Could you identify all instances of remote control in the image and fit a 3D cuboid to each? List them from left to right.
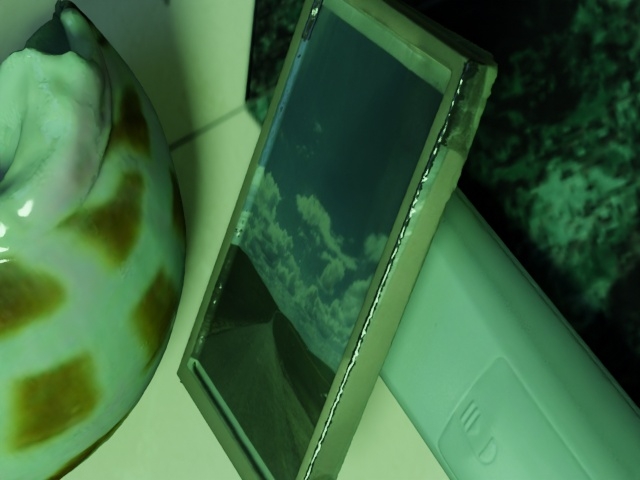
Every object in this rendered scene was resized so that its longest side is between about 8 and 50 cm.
[{"bbox_3d":[0.084,0.079,0.797,0.293,0.051,0.103,56,128,35],"label":"remote control"}]

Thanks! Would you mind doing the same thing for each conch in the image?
[{"bbox_3d":[-0.198,0.037,0.960,0.368,0.197,0.249,-29,36,37],"label":"conch"}]

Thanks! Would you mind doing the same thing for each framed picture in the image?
[{"bbox_3d":[0.000,0.000,0.862,0.189,0.023,0.260,48,122,58],"label":"framed picture"}]
